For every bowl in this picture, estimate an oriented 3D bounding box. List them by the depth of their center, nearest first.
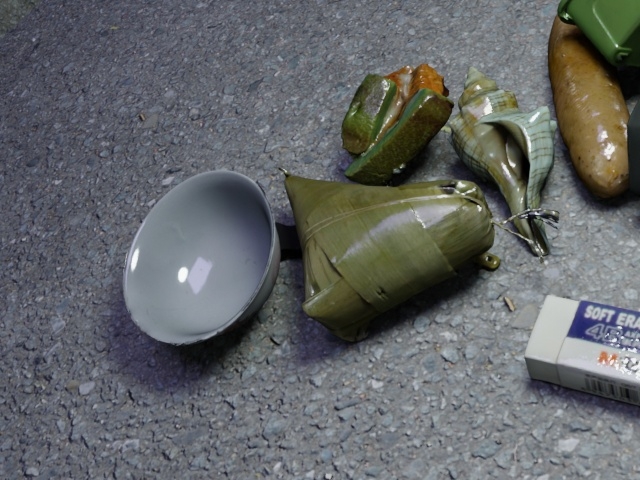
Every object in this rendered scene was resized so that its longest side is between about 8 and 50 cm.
[{"bbox_3d":[-0.192,0.052,1.625,0.346,0.157,0.345,-13,62,26],"label":"bowl"}]

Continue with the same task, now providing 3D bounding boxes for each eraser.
[{"bbox_3d":[0.459,0.173,1.289,0.279,0.081,0.124,11,59,32],"label":"eraser"}]

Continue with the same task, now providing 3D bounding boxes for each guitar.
[{"bbox_3d":[0.000,-0.001,1.676,0.271,0.038,0.083,-3,56,23],"label":"guitar"}]

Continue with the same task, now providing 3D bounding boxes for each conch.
[{"bbox_3d":[0.357,-0.167,1.559,0.170,0.203,0.386,-24,67,-21],"label":"conch"}]

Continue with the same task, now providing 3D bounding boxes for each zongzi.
[{"bbox_3d":[0.147,-0.073,1.529,0.447,0.181,0.418,-28,49,11],"label":"zongzi"}]

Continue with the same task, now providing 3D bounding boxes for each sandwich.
[{"bbox_3d":[0.146,-0.269,1.712,0.250,0.162,0.301,-41,18,35],"label":"sandwich"}]

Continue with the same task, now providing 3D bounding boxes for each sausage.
[{"bbox_3d":[0.497,-0.285,1.599,0.123,0.136,0.500,-43,33,41],"label":"sausage"}]

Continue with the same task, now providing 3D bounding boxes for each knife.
[{"bbox_3d":[0.201,-0.002,1.596,0.298,0.017,0.047,26,75,38],"label":"knife"}]

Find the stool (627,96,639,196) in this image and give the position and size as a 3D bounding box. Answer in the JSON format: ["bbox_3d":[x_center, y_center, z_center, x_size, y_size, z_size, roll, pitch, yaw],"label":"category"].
[{"bbox_3d":[0.601,-0.161,1.392,0.141,0.232,0.232,11,59,41],"label":"stool"}]

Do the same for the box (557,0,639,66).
[{"bbox_3d":[0.624,-0.427,1.516,0.329,0.252,0.177,-4,54,-31],"label":"box"}]
